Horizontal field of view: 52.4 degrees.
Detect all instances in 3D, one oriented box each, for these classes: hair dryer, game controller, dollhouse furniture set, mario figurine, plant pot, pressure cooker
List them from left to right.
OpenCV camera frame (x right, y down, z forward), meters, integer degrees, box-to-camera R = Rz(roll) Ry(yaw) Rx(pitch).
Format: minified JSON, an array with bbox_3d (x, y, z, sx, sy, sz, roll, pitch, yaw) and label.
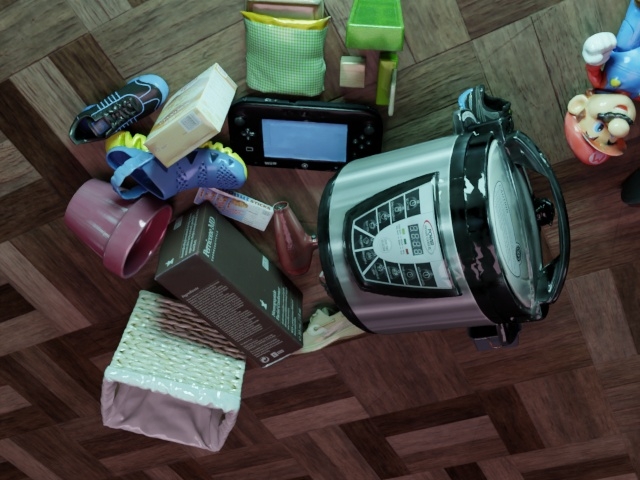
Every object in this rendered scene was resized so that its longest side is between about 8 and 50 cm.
[{"bbox_3d":[-0.465,-0.041,1.474,0.180,0.201,0.201,30,128,1],"label":"plant pot"},{"bbox_3d":[-0.031,-0.215,1.352,0.318,0.067,0.167,5,129,3],"label":"game controller"},{"bbox_3d":[-0.006,-0.332,1.198,0.301,0.151,0.198,4,130,3],"label":"dollhouse furniture set"},{"bbox_3d":[0.000,0.000,1.539,0.293,0.080,0.224,31,110,-24],"label":"hair dryer"},{"bbox_3d":[0.248,-0.020,1.232,0.420,0.376,0.370,-10,137,31],"label":"pressure cooker"},{"bbox_3d":[0.560,-0.273,1.165,0.198,0.170,0.321,33,125,24],"label":"mario figurine"}]

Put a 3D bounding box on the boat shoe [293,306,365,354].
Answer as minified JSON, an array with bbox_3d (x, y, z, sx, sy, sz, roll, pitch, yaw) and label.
[{"bbox_3d":[0.023,0.220,1.691,0.302,0.109,0.098,-23,84,23],"label":"boat shoe"}]

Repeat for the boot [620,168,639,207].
[{"bbox_3d":[0.809,-0.083,1.374,0.264,0.096,0.280,-35,126,21],"label":"boot"}]

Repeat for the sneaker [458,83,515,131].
[{"bbox_3d":[0.356,-0.235,1.291,0.188,0.067,0.078,38,129,-19],"label":"sneaker"}]

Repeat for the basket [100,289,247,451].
[{"bbox_3d":[-0.362,0.344,1.681,0.331,0.267,0.328,17,142,-6],"label":"basket"}]

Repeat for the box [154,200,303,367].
[{"bbox_3d":[-0.201,0.109,1.539,0.143,0.191,0.381,-30,125,22],"label":"box"}]

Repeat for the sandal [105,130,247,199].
[{"bbox_3d":[-0.315,-0.140,1.390,0.317,0.138,0.126,5,145,4],"label":"sandal"}]

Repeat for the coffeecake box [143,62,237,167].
[{"bbox_3d":[-0.250,-0.247,1.273,0.142,0.186,0.068,-28,121,26],"label":"coffeecake box"}]

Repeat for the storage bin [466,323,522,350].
[{"bbox_3d":[0.446,0.237,1.657,0.135,0.098,0.091,-11,138,15],"label":"storage bin"}]

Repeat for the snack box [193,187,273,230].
[{"bbox_3d":[-0.200,-0.081,1.508,0.178,0.022,0.064,23,129,-12],"label":"snack box"}]

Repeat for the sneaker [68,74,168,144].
[{"bbox_3d":[-0.418,-0.260,1.342,0.232,0.091,0.081,-21,124,22],"label":"sneaker"}]
